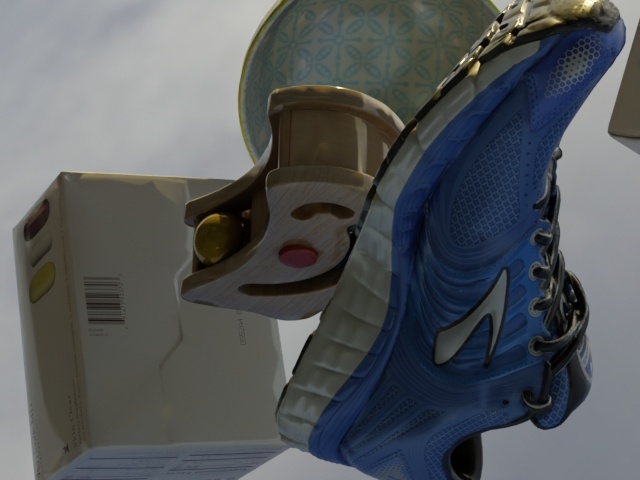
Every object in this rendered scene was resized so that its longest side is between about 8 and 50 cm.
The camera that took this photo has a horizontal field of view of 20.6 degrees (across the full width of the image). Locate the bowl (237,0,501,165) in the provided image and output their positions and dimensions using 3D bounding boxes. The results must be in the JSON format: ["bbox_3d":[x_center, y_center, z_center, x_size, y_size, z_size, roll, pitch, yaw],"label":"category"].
[{"bbox_3d":[0.057,-0.171,1.789,0.289,0.289,0.156,-38,-156,15],"label":"bowl"}]

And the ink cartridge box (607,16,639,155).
[{"bbox_3d":[0.389,-0.118,1.330,0.197,0.270,0.198,9,-101,45],"label":"ink cartridge box"}]

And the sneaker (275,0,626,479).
[{"bbox_3d":[0.095,0.012,0.935,0.130,0.147,0.330,-51,167,-50],"label":"sneaker"}]

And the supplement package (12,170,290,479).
[{"bbox_3d":[-0.160,0.086,1.636,0.145,0.204,0.262,-40,-126,54],"label":"supplement package"}]

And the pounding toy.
[{"bbox_3d":[0.000,0.000,1.223,0.269,0.154,0.155,-26,-128,41],"label":"pounding toy"}]
